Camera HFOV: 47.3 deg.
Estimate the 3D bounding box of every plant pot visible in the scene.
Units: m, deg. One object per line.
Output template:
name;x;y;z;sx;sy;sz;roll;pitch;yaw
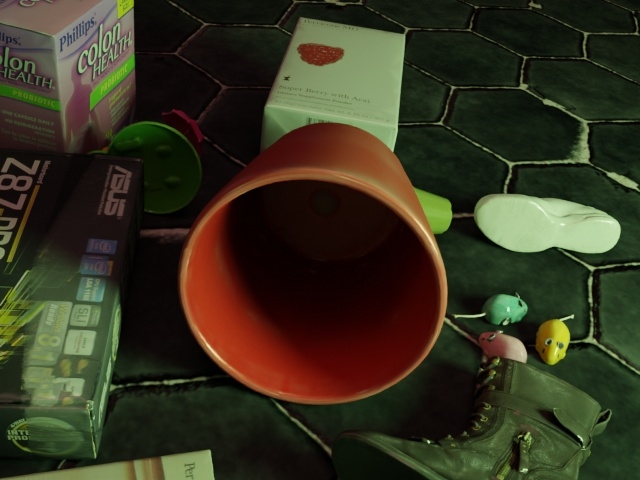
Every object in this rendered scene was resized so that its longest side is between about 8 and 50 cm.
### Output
plant pot;0.138;-0.038;1.017;0.079;0.083;0.083;8;38;-22
plant pot;0.000;0.000;0.813;0.274;0.275;0.243;10;30;1

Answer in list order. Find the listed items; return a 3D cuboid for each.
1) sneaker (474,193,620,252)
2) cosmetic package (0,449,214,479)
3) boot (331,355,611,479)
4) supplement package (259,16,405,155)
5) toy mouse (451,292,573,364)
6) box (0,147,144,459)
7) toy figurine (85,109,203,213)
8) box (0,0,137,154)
sneaker;0.315;-0.033;1.053;0.212;0.080;0.094;10;27;-10
cosmetic package;-0.218;0.267;0.534;0.296;0.129;0.153;-4;41;-17
boot;0.160;0.198;0.741;0.262;0.091;0.229;22;36;8
supplement package;0.021;-0.182;1.079;0.177;0.175;0.293;9;39;1
toy mouse;0.232;0.106;0.891;0.143;0.031;0.161;21;41;14
box;-0.373;0.045;0.794;0.318;0.097;0.395;5;41;-8
toy figurine;-0.234;-0.125;1.035;0.173;0.130;0.159;-8;25;10
box;-0.351;-0.221;1.000;0.117;0.243;0.214;14;39;6
